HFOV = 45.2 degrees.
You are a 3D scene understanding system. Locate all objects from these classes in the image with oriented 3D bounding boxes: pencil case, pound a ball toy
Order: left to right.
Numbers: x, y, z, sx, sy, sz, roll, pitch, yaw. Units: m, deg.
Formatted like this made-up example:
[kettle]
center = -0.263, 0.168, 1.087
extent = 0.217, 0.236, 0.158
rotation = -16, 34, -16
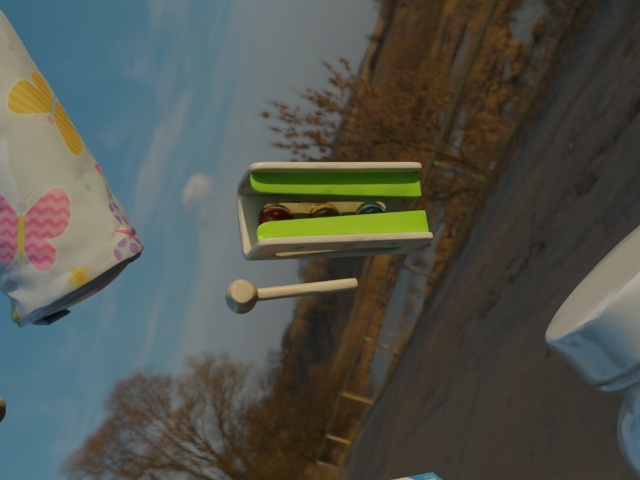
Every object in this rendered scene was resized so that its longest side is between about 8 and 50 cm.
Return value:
[pencil case]
center = -0.251, -0.068, 0.586
extent = 0.124, 0.273, 0.113
rotation = -31, 7, 10
[pound a ball toy]
center = 0.000, 0.000, 1.147
extent = 0.136, 0.319, 0.208
rotation = 140, 125, -67

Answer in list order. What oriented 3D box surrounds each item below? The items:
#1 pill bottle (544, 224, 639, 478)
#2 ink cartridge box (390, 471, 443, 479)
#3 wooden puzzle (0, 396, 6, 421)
[pill bottle]
center = 0.208, 0.087, 0.322
extent = 0.124, 0.221, 0.124
rotation = -46, -8, -8
[ink cartridge box]
center = 0.207, 0.465, 1.207
extent = 0.134, 0.231, 0.078
rotation = 6, -75, -43
[wooden puzzle]
center = -0.581, 0.232, 0.833
extent = 0.322, 0.348, 0.080
rotation = 42, -142, -72
